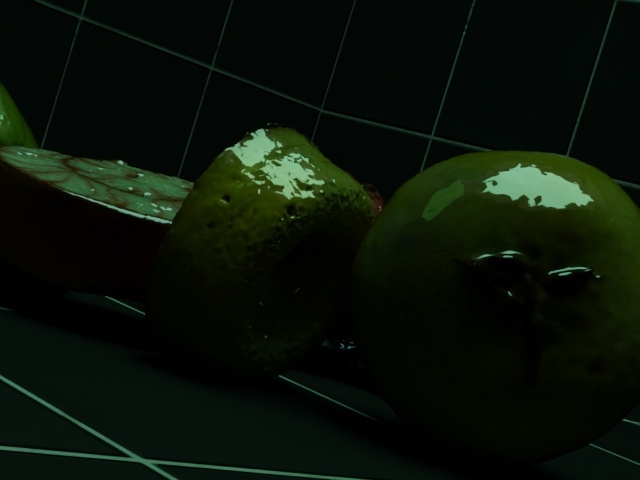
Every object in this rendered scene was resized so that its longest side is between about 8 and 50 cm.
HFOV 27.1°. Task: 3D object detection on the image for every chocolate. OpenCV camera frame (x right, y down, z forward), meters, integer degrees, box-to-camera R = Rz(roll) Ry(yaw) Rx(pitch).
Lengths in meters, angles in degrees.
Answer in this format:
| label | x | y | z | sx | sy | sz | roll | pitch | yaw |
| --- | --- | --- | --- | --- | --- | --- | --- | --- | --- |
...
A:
| label | x | y | z | sx | sy | sz | roll | pitch | yaw |
| --- | --- | --- | --- | --- | --- | --- | --- | --- | --- |
| chocolate | 0.055 | 0.135 | 1.663 | 0.343 | 0.126 | 0.148 | 10 | 35 | 28 |

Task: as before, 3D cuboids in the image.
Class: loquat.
| label | x | y | z | sx | sy | sz | roll | pitch | yaw |
| --- | --- | --- | --- | --- | --- | --- | --- | --- | --- |
| loquat | 0.192 | 0.066 | 1.378 | 0.328 | 0.328 | 0.359 | 17 | -9 | 5 |

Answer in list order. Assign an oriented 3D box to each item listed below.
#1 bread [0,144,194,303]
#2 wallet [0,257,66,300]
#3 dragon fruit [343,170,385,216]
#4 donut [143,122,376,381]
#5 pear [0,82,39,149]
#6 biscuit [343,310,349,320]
| label | x | y | z | sx | sy | sz | roll | pitch | yaw |
| --- | --- | --- | --- | --- | --- | --- | --- | --- | --- |
| bread | -0.224 | -0.014 | 1.511 | 0.327 | 0.114 | 0.295 | 12 | 10 | -21 |
| wallet | -0.501 | -0.018 | 1.607 | 0.406 | 0.062 | 0.228 | 18 | 2 | -3 |
| dragon fruit | 0.000 | 0.000 | 2.468 | 0.342 | 0.277 | 0.277 | 10 | -4 | 45 |
| donut | -0.050 | 0.026 | 1.393 | 0.108 | 0.278 | 0.277 | 31 | 9 | 32 |
| pear | -0.522 | -0.125 | 1.831 | 0.321 | 0.269 | 0.269 | 24 | 5 | 38 |
| biscuit | -0.018 | 0.055 | 1.817 | 0.407 | 0.091 | 0.407 | 12 | -15 | 3 |
